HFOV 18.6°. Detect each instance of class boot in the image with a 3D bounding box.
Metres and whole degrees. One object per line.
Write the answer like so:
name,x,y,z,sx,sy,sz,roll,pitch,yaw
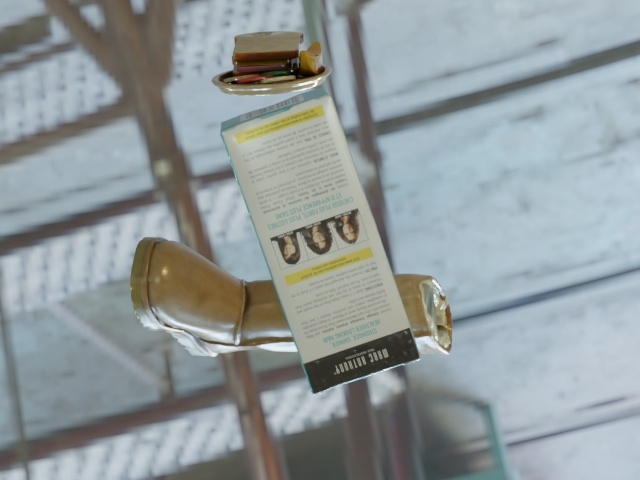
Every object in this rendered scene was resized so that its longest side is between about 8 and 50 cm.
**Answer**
boot,-0.026,0.054,1.918,0.270,0.089,0.236,-1,163,18

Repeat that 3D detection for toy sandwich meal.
toy sandwich meal,-0.032,-0.114,1.251,0.086,0.029,0.085,-5,-165,1

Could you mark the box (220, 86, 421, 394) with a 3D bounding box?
box,0.000,0.000,1.675,0.100,0.244,0.060,-19,-168,1
